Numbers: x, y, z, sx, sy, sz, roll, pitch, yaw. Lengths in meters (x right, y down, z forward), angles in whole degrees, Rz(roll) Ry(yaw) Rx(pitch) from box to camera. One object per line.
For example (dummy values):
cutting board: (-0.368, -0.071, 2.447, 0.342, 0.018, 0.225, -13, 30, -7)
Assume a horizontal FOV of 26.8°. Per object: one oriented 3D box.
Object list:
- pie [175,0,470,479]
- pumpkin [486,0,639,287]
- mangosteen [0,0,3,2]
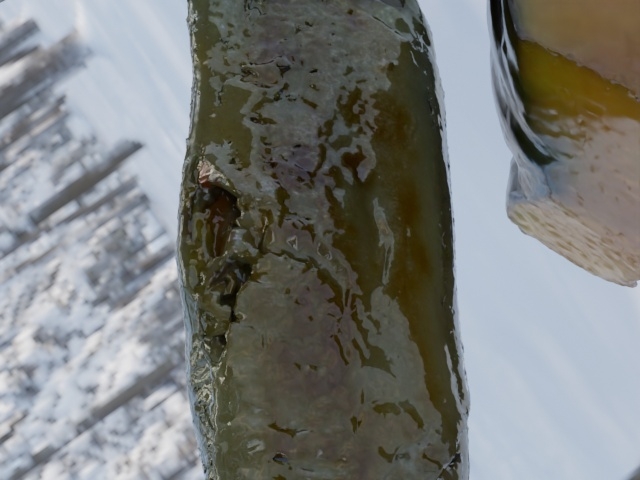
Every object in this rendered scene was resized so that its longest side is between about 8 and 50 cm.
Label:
pie: (0.000, 0.000, 0.533, 0.068, 0.128, 0.282, 137, 137, -55)
pumpkin: (0.222, -0.086, 0.544, 0.303, 0.256, 0.225, 21, 154, 16)
mangosteen: (-0.322, -0.346, 0.889, 0.382, 0.382, 0.435, -133, 32, -56)
